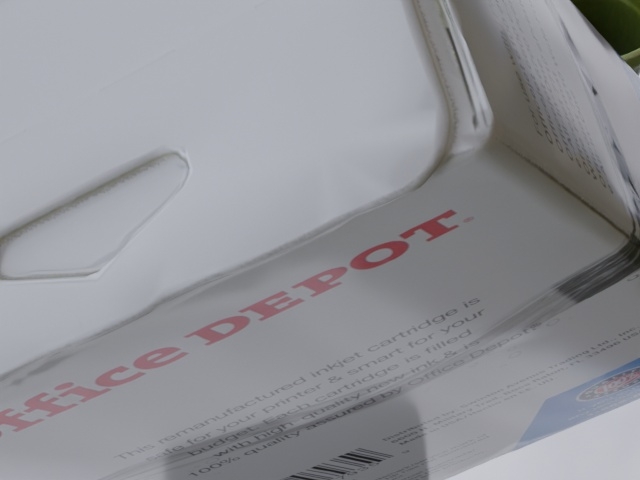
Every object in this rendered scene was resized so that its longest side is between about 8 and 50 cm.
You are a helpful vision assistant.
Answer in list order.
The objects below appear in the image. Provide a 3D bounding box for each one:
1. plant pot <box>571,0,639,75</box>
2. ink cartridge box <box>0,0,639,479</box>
[{"bbox_3d":[0.141,-0.096,0.838,0.079,0.083,0.083,85,-154,-50],"label":"plant pot"},{"bbox_3d":[0.000,0.000,0.551,0.307,0.223,0.129,26,-137,-60],"label":"ink cartridge box"}]
